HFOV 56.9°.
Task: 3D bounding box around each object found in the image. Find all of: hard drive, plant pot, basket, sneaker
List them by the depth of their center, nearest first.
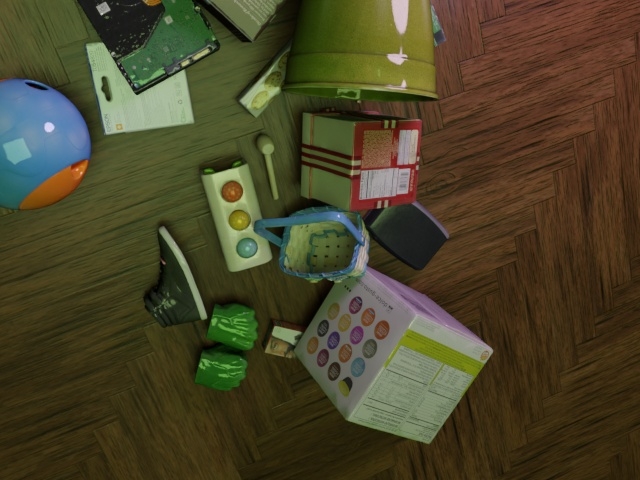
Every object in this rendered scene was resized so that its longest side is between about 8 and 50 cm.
[{"bbox_3d":[0.100,-0.511,1.348,0.366,0.366,0.353,0,101,-16],"label":"plant pot"},{"bbox_3d":[-0.416,-0.541,1.356,0.236,0.064,0.339,-32,102,-7],"label":"hard drive"},{"bbox_3d":[0.000,0.000,1.544,0.289,0.254,0.201,41,52,-52],"label":"basket"},{"bbox_3d":[-0.417,0.113,1.582,0.146,0.104,0.296,-22,117,-14],"label":"sneaker"},{"bbox_3d":[0.258,-0.031,1.756,0.254,0.054,0.172,37,94,-23],"label":"hard drive"}]

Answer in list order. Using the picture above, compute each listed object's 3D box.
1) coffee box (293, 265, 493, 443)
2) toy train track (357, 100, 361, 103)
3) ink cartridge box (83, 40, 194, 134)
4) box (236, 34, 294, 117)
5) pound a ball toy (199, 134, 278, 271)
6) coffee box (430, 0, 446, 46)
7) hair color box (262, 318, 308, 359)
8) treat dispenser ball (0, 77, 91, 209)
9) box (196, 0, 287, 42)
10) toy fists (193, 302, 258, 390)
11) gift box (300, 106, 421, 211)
[{"bbox_3d":[0.195,0.312,1.668,0.338,0.337,0.334,27,98,-35],"label":"coffee box"},{"bbox_3d":[0.118,-0.416,1.612,0.048,0.014,0.083,20,96,-14],"label":"toy train track"},{"bbox_3d":[-0.438,-0.383,1.445,0.223,0.045,0.223,-10,109,-12],"label":"ink cartridge box"},{"bbox_3d":[-0.084,-0.455,1.513,0.324,0.063,0.067,-46,116,2],"label":"box"},{"bbox_3d":[-0.189,-0.098,1.563,0.208,0.136,0.319,-16,112,-10],"label":"pound a ball toy"},{"bbox_3d":[0.238,-0.548,1.509,0.040,0.184,0.113,-34,112,-12],"label":"coffee box"},{"bbox_3d":[-0.080,0.303,1.771,0.167,0.053,0.093,16,104,-19],"label":"hair color box"},{"bbox_3d":[-0.661,-0.211,1.306,0.288,0.288,0.288,-5,109,-14],"label":"treat dispenser ball"},{"bbox_3d":[-0.169,-0.599,1.384,0.167,0.168,0.203,38,95,-24],"label":"box"},{"bbox_3d":[-0.265,0.307,1.699,0.142,0.096,0.279,15,105,-10],"label":"toy fists"},{"bbox_3d":[0.106,-0.209,1.552,0.276,0.258,0.255,-4,108,-35],"label":"gift box"}]
